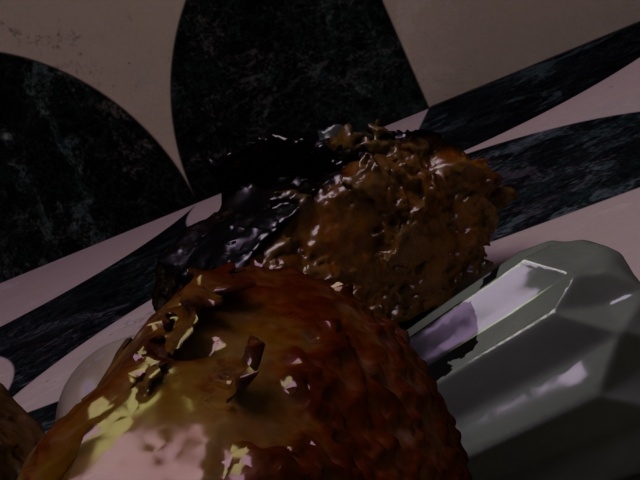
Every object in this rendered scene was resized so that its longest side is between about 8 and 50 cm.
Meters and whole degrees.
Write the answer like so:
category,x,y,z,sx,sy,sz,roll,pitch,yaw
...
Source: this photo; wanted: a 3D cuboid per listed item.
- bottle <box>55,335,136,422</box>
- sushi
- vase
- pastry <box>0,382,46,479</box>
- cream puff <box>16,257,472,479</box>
category,x,y,z,sx,sy,sz,roll,pitch,yaw
bottle,-0.123,0.167,0.946,0.148,0.147,0.236,-26,15,-6
sushi,0.000,0.000,1.223,0.348,0.234,0.208,-38,17,-29
vase,0.042,0.138,0.757,0.360,0.165,0.165,-28,12,7
pastry,-0.357,0.194,0.851,0.292,0.337,0.405,-31,10,19
cream puff,-0.054,0.178,0.539,0.350,0.229,0.350,-50,1,2
